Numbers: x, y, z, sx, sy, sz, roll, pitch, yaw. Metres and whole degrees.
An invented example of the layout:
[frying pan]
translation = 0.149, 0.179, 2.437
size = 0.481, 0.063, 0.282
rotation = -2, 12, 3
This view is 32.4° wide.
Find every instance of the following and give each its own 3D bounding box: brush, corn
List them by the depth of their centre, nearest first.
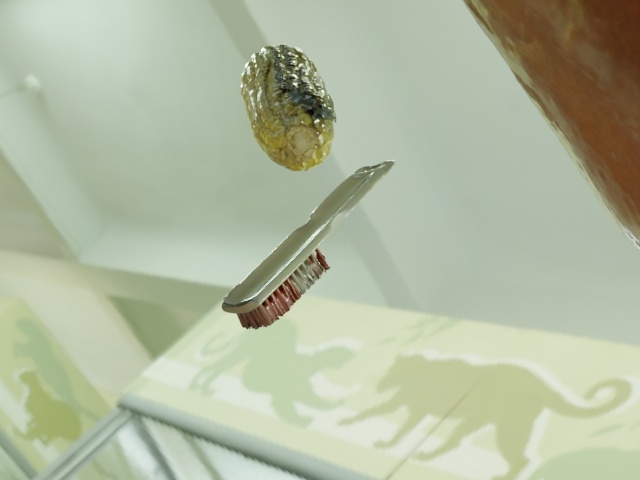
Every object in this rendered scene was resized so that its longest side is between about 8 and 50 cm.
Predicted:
[corn]
translation = -0.027, -0.110, 0.893
size = 0.072, 0.072, 0.203
rotation = 61, 4, -24
[brush]
translation = 0.000, 0.000, 1.264
size = 0.060, 0.321, 0.050
rotation = -12, -66, 40

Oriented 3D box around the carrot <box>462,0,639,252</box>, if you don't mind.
[carrot]
translation = 0.206, -0.074, 0.495
size = 0.331, 0.193, 0.214
rotation = 56, 14, 3
